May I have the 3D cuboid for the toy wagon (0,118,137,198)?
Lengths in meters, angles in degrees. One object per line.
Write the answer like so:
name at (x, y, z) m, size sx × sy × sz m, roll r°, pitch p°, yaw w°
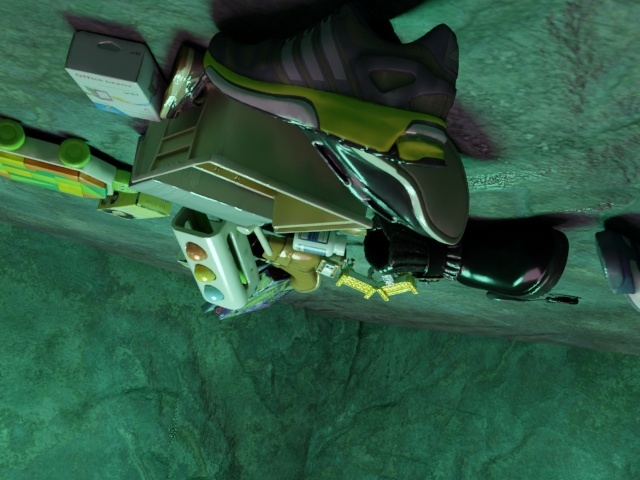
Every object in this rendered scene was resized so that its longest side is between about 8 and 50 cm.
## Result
toy wagon at (-0.513, -0.146, 1.284) m, size 0.345 × 0.068 × 0.267 m, roll 15°, pitch 169°, yaw -15°

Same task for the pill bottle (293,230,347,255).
pill bottle at (0.000, 0.000, 1.482) m, size 0.120 × 0.067 × 0.067 m, roll 11°, pitch 169°, yaw 3°

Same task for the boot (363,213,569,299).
boot at (0.248, 0.020, 1.164) m, size 0.260 × 0.131 × 0.348 m, roll 16°, pitch 169°, yaw -18°

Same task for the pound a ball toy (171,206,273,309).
pound a ball toy at (-0.219, 0.037, 1.470) m, size 0.208 × 0.135 × 0.319 m, roll 16°, pitch 144°, yaw 21°

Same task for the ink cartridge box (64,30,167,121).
ink cartridge box at (-0.248, -0.200, 0.785) m, size 0.089 × 0.052 × 0.122 m, roll 12°, pitch 168°, yaw 2°

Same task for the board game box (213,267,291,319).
board game box at (-0.160, 0.149, 1.924) m, size 0.056 × 0.208 × 0.347 m, roll 53°, pitch -165°, yaw 11°

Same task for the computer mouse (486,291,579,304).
computer mouse at (0.578, 0.149, 1.729) m, size 0.242 × 0.041 × 0.071 m, roll 3°, pitch 176°, yaw 8°

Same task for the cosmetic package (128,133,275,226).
cosmetic package at (-0.191, -0.104, 1.088) m, size 0.238 × 0.107 × 0.127 m, roll 16°, pitch 168°, yaw -35°

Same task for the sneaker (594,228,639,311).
sneaker at (0.566, 0.041, 1.074) m, size 0.131 × 0.112 × 0.319 m, roll -18°, pitch 155°, yaw 35°

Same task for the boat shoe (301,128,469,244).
boat shoe at (0.084, -0.091, 0.799) m, size 0.113 × 0.127 × 0.340 m, roll 5°, pitch 165°, yaw 37°

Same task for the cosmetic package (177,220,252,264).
cosmetic package at (-0.292, 0.039, 1.815) m, size 0.153 × 0.129 × 0.296 m, roll 9°, pitch 169°, yaw 6°

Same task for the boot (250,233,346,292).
boot at (-0.087, 0.060, 1.685) m, size 0.220 × 0.108 × 0.283 m, roll 10°, pitch 161°, yaw -24°

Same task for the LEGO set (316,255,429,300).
LEGO set at (0.140, 0.069, 1.591) m, size 0.287 × 0.107 × 0.132 m, roll 1°, pitch 137°, yaw 15°

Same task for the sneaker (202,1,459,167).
sneaker at (0.007, -0.161, 0.595) m, size 0.300 × 0.121 × 0.111 m, roll 27°, pitch -170°, yaw 34°

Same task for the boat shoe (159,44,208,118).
boat shoe at (-0.163, -0.182, 0.770) m, size 0.049 × 0.056 × 0.152 m, roll 17°, pitch 165°, yaw -18°

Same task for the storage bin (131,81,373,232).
storage bin at (-0.096, -0.107, 0.910) m, size 0.262 × 0.123 × 0.260 m, roll 20°, pitch 166°, yaw -36°

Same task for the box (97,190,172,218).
box at (-0.445, -0.091, 1.514) m, size 0.087 × 0.058 × 0.232 m, roll 21°, pitch 165°, yaw -38°

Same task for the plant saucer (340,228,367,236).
plant saucer at (0.077, -0.027, 1.400) m, size 0.084 × 0.015 × 0.083 m, roll 11°, pitch 169°, yaw 2°

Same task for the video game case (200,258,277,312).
video game case at (-0.206, 0.117, 1.843) m, size 0.196 × 0.026 × 0.274 m, roll -17°, pitch 161°, yaw -50°
